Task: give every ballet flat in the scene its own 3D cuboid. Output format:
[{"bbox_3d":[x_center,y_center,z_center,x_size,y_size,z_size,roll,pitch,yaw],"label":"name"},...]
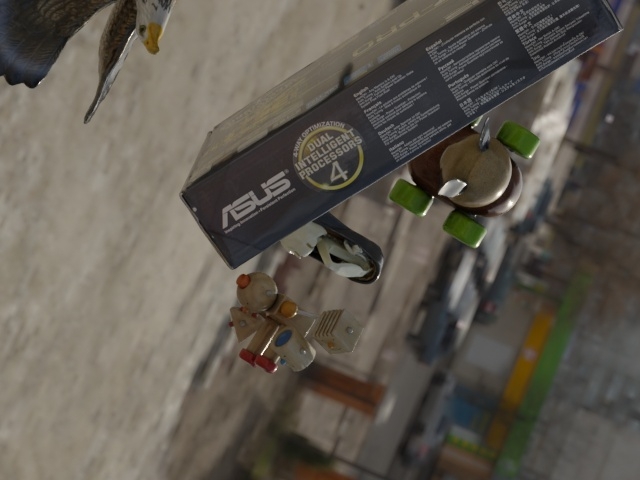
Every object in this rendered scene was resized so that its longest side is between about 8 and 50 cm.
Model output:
[{"bbox_3d":[0.000,0.000,2.028,0.074,0.203,0.074,-41,-147,34],"label":"ballet flat"}]

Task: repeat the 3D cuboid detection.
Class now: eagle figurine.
[{"bbox_3d":[-0.208,-0.271,1.715,0.298,0.226,0.225,-24,-159,24],"label":"eagle figurine"}]

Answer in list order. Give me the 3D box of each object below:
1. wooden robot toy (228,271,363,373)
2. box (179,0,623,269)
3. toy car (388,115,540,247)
[{"bbox_3d":[-0.046,0.065,1.376,0.173,0.079,0.076,12,-120,54],"label":"wooden robot toy"},{"bbox_3d":[0.066,-0.143,1.470,0.395,0.097,0.318,-32,-166,9],"label":"box"},{"bbox_3d":[0.165,-0.090,1.845,0.155,0.149,0.188,-60,172,1],"label":"toy car"}]
